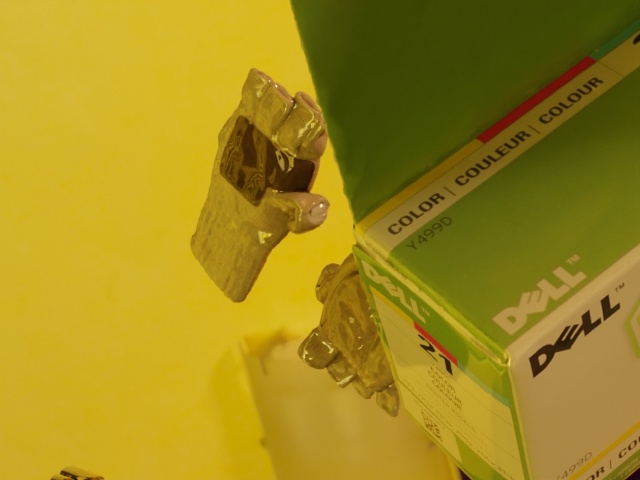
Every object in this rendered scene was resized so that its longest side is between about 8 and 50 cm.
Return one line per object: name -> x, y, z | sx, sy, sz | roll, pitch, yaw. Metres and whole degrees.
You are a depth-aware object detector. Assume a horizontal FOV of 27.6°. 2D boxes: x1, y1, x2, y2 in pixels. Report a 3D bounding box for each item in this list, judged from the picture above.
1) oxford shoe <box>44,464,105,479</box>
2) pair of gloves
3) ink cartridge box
oxford shoe -> -0.128, 0.185, 0.768 | 0.096, 0.083, 0.227 | 18, -176, 2
pair of gloves -> 0.000, 0.000, 0.974 | 0.042, 0.204, 0.240 | -24, -125, -40
ink cartridge box -> 0.107, -0.033, 0.485 | 0.188, 0.255, 0.097 | -36, -130, -15
